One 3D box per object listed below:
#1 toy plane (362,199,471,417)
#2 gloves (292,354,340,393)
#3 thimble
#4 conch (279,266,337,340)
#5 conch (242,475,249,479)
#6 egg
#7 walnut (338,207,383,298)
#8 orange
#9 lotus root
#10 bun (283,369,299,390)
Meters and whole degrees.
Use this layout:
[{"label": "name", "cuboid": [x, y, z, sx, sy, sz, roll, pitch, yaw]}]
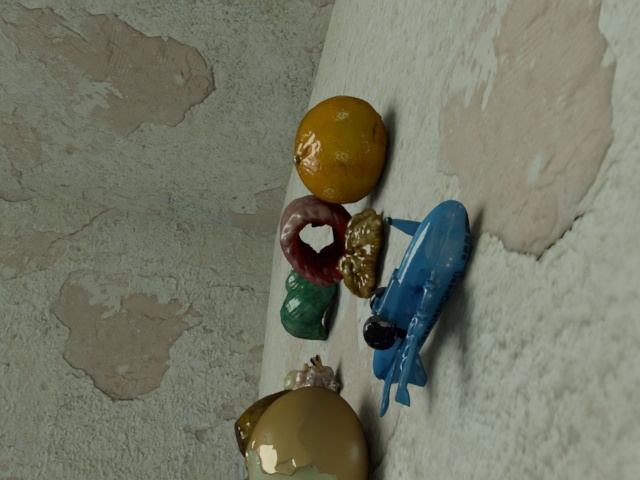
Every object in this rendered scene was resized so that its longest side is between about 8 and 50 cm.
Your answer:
[{"label": "toy plane", "cuboid": [0.112, 0.074, 0.702, 0.254, 0.105, 0.272, -64, -16, -67]}, {"label": "gloves", "cuboid": [-0.011, 0.333, 1.255, 0.144, 0.094, 0.110, -59, 22, 12]}, {"label": "thimble", "cuboid": [0.000, -0.007, 1.250, 0.163, 0.190, 0.125, -35, 21, 8]}, {"label": "conch", "cuboid": [-0.035, 0.153, 1.457, 0.196, 0.134, 0.203, 170, 108, -80]}, {"label": "conch", "cuboid": [-0.073, 0.549, 1.268, 0.291, 0.159, 0.210, -43, -20, -25]}, {"label": "egg", "cuboid": [-0.018, 0.348, 0.939, 0.244, 0.201, 0.201, -73, -2, -59]}, {"label": "walnut", "cuboid": [0.076, 0.024, 1.089, 0.143, 0.069, 0.170, -122, 39, -75]}, {"label": "orange", "cuboid": [0.040, -0.184, 1.169, 0.219, 0.193, 0.220, -35, 49, 55]}, {"label": "lotus root", "cuboid": [-0.139, 0.514, 1.509, 0.188, 0.179, 0.199, 49, 137, 50]}, {"label": "bun", "cuboid": [-0.089, 0.445, 1.783, 0.086, 0.054, 0.086, -171, 90, -82]}]
